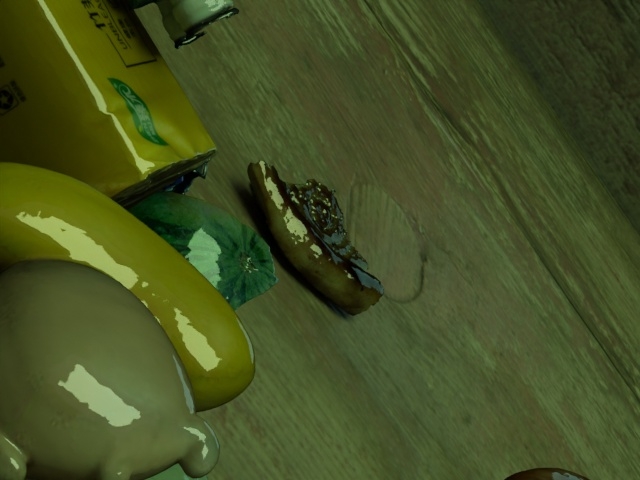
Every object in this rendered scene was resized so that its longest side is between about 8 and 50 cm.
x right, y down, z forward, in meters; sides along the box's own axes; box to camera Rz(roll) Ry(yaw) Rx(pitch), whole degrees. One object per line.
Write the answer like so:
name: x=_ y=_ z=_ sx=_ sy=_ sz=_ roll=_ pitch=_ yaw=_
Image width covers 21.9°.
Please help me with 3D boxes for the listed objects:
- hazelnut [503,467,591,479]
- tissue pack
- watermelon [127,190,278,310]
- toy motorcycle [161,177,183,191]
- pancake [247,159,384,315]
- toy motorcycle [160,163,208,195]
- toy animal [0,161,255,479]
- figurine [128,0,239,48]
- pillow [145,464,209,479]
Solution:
hazelnut: x=0.330 y=0.406 z=2.256 sx=0.214 sy=0.176 sz=0.214 roll=26 pitch=-6 yaw=3
tissue pack: x=-0.327 y=-0.162 z=1.563 sx=0.382 sy=0.293 sz=0.228 roll=59 pitch=19 yaw=-2
watermelon: x=-0.166 y=0.038 z=1.775 sx=0.146 sy=0.231 sz=0.128 roll=-88 pitch=174 yaw=-50
toy motorcycle: x=-0.238 y=-0.190 z=1.727 sx=0.113 sy=0.169 sz=0.315 roll=-29 pitch=95 yaw=-27
pancake: x=0.000 y=0.000 z=2.250 sx=0.257 sy=0.056 sz=0.212 roll=8 pitch=56 yaw=-59
toy motorcycle: x=-0.245 y=-0.139 z=1.895 sx=0.272 sy=0.123 sz=0.182 roll=37 pitch=48 yaw=-40
toy animal: x=-0.210 y=0.126 z=1.368 sx=0.277 sy=0.247 sz=0.345 roll=24 pitch=28 yaw=-34
figurine: x=-0.174 y=-0.299 z=1.553 sx=0.110 sy=0.138 sz=0.245 roll=-31 pitch=95 yaw=-24
pillow: x=-0.194 y=0.285 z=1.496 sx=0.310 sy=0.138 sz=0.283 roll=28 pitch=38 yaw=-44
